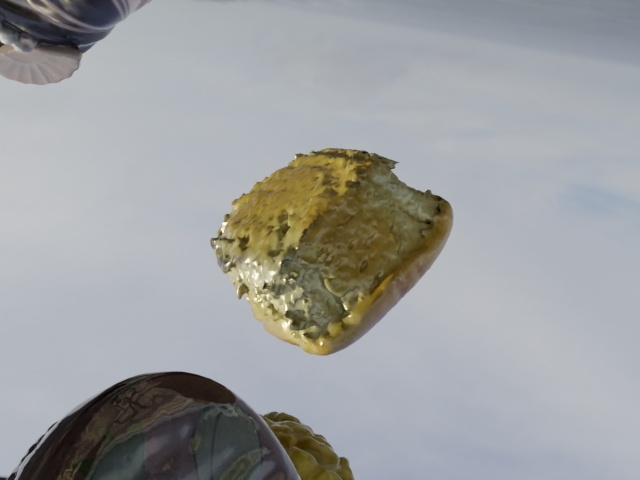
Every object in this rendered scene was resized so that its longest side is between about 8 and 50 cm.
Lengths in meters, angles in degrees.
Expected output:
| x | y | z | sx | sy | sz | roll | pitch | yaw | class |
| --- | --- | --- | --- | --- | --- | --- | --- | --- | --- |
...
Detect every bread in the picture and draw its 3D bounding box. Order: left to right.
| x | y | z | sx | sy | sz | roll | pitch | yaw | class |
| --- | --- | --- | --- | --- | --- | --- | --- | --- | --- |
| 0.000 | 0.000 | 0.733 | 0.121 | 0.174 | 0.245 | 52 | 168 | -14 | bread |

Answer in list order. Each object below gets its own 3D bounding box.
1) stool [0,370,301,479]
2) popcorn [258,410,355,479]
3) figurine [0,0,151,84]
| x | y | z | sx | sy | sz | roll | pitch | yaw | class |
| --- | --- | --- | --- | --- | --- | --- | --- | --- | --- |
| -0.140 | 0.234 | 0.576 | 0.178 | 0.272 | 0.272 | -19 | 176 | 33 | stool |
| -0.064 | 0.281 | 0.865 | 0.226 | 0.203 | 0.200 | -3 | -173 | 15 | popcorn |
| -0.284 | -0.345 | 0.776 | 0.361 | 0.253 | 0.211 | 53 | -170 | -23 | figurine |
